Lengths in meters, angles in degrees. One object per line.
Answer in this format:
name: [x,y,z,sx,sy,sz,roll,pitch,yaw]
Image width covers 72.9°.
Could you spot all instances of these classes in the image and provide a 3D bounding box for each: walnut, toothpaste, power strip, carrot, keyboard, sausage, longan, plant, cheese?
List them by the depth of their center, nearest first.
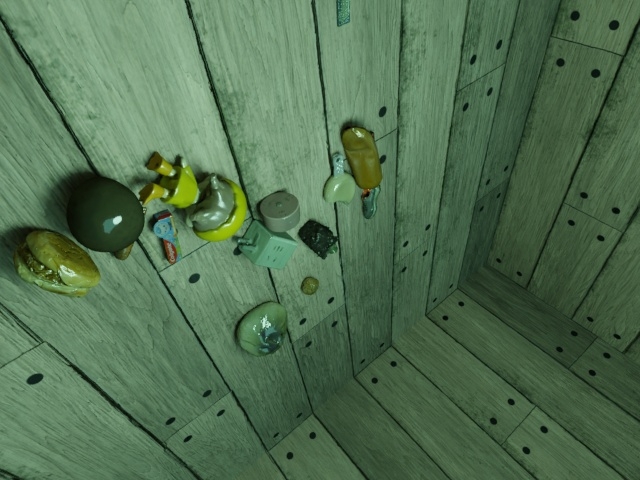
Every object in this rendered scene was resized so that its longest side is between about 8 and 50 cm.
longan: [-0.582,-0.063,1.183,0.196,0.196,0.220,-31,153,-25]
carrot: [-0.587,-0.024,1.342,0.047,0.047,0.191,15,106,-53]
keyboard: [0.073,-0.786,1.391,0.055,0.014,0.176,-35,143,-26]
toothpaste: [-0.513,-0.006,1.437,0.070,0.044,0.193,-25,138,-29]
power strip: [-0.154,-0.110,1.647,0.154,0.154,0.078,-33,145,-23]
power strip: [-0.224,0.013,1.691,0.224,0.139,0.140,18,109,-53]
sausage: [0.176,-0.355,1.806,0.354,0.134,0.116,66,37,-53]
cheese: [0.094,-0.258,1.852,0.163,0.071,0.249,-16,132,-38]
plant: [0.000,0.000,1.934,0.142,0.131,0.203,-56,146,4]
walnut: [-0.050,0.222,2.133,0.079,0.082,0.096,14,116,-22]

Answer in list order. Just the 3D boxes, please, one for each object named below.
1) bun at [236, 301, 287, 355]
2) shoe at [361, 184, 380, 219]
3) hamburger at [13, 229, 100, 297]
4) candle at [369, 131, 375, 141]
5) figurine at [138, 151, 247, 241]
bun: [-0.254,0.423,2.017,0.273,0.168,0.273,-25,131,-34]
shoe: [0.226,-0.189,2.070,0.077,0.074,0.194,-8,126,-29]
hamburger: [-0.703,0.064,1.159,0.108,0.214,0.214,-46,145,-4]
candle: [0.218,-0.396,1.881,0.053,0.048,0.162,-78,160,-44]
figurine: [-0.388,-0.124,1.364,0.343,0.187,0.215,26,89,-48]
